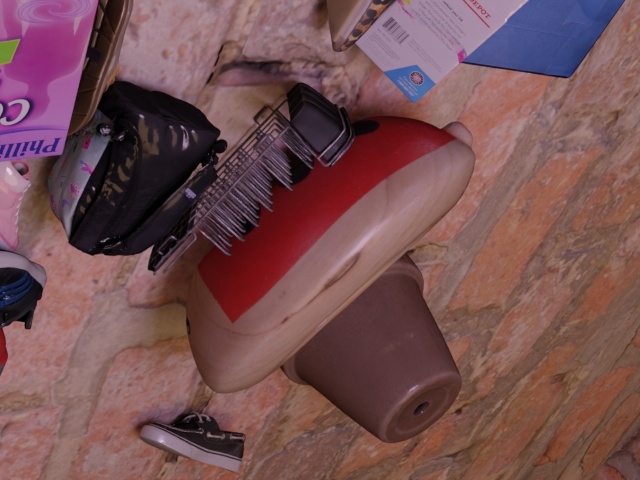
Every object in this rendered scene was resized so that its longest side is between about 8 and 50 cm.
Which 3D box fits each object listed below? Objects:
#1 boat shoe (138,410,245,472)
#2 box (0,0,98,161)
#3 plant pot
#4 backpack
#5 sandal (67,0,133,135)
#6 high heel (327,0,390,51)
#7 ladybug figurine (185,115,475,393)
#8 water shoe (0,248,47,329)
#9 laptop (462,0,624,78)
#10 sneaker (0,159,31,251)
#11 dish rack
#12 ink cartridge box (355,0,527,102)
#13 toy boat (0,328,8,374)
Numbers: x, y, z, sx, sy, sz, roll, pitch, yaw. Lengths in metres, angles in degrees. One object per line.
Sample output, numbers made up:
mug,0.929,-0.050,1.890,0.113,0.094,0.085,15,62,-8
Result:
boat shoe,-0.190,0.294,1.769,0.219,0.078,0.070,34,70,-54
box,-0.313,-0.187,0.981,0.214,0.117,0.243,-11,139,-38
plant pot,0.087,0.166,1.734,0.263,0.229,0.263,-27,146,-20
backpack,-0.206,-0.072,1.238,0.152,0.115,0.182,17,117,-38
sandal,-0.225,-0.177,1.145,0.180,0.072,0.049,-59,165,22
high heel,0.113,-0.319,1.276,0.186,0.093,0.261,-7,131,-39
ladybug figurine,0.000,0.000,1.453,0.449,0.162,0.305,-42,175,3
water shoe,-0.339,0.054,1.235,0.203,0.073,0.080,44,51,-77
laptop,0.381,-0.322,1.427,0.382,0.408,0.236,-2,99,-45
sneaker,-0.323,-0.042,1.215,0.070,0.051,0.134,-27,143,-9
dish rack,-0.085,-0.061,1.316,0.271,0.074,0.208,-45,-168,10
ink cartridge box,0.138,-0.258,1.332,0.181,0.061,0.104,-40,105,22
toy boat,-0.438,0.165,1.264,0.231,0.151,0.151,-4,134,-44
